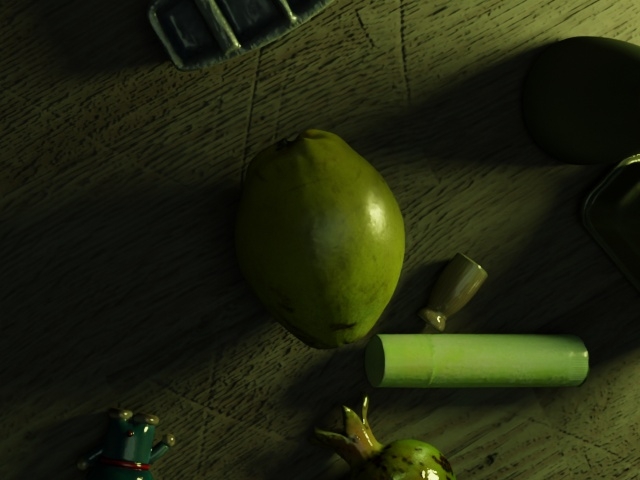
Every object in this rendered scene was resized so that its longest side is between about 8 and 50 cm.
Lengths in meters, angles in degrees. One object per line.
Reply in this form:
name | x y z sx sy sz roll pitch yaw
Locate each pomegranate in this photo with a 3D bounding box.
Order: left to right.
pomegranate | 0.085 0.302 1.589 0.156 0.156 0.220 -33 100 -12

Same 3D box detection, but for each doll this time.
doll | -0.241 0.283 1.517 0.114 0.085 0.152 9 82 -4

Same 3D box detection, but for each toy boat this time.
toy boat | -0.066 -0.304 1.471 0.283 0.078 0.127 -27 103 5

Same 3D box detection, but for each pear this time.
pear | 0.000 0.000 1.498 0.212 0.212 0.269 -21 110 -15

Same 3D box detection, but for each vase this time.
vase | 0.172 0.070 1.640 0.053 0.053 0.101 37 89 -18
vase | 0.396 -0.175 1.544 0.173 0.321 0.173 -2 96 -17

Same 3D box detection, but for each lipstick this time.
lipstick | 0.213 0.159 1.651 0.304 0.076 0.076 2 95 -19

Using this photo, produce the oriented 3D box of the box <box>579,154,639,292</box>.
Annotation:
box | 0.497 0.012 1.673 0.138 0.178 0.274 -46 108 -9
